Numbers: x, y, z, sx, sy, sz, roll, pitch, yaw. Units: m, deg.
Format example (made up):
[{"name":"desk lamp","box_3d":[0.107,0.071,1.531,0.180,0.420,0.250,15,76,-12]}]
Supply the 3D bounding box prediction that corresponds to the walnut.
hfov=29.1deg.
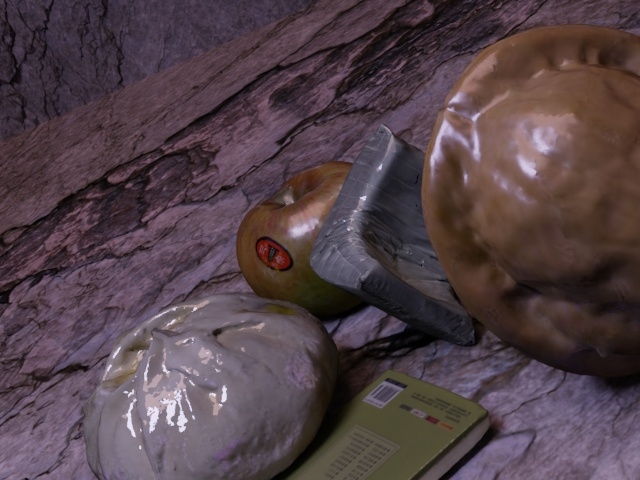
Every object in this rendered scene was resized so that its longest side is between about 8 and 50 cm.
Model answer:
[{"name":"walnut","box_3d":[0.301,-0.041,1.362,0.384,0.383,0.383,-25,25,12]}]

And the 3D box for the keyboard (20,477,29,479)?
[{"name":"keyboard","box_3d":[-0.506,0.390,1.709,0.106,0.027,0.317,-24,-1,12]}]

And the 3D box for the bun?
[{"name":"bun","box_3d":[-0.158,0.191,1.610,0.365,0.219,0.365,-28,19,10]}]

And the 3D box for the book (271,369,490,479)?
[{"name":"book","box_3d":[0.016,0.290,1.459,0.352,0.035,0.239,-40,23,-17]}]

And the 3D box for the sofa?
[{"name":"sofa","box_3d":[0.126,-0.007,1.626,0.225,0.210,0.176,-62,27,-6]}]

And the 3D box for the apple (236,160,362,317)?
[{"name":"apple","box_3d":[0.000,0.000,1.843,0.261,0.194,0.261,-26,22,12]}]
